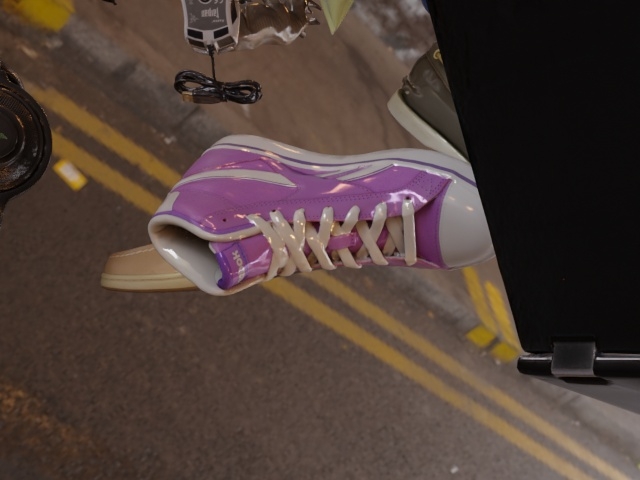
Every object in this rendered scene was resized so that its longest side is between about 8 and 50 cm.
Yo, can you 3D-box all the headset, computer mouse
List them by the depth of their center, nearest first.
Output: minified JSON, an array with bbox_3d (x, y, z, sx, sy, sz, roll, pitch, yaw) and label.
[{"bbox_3d":[-0.345,-0.121,1.071,0.185,0.394,0.243,9,17,-30],"label":"headset"},{"bbox_3d":[-0.125,-0.257,1.170,0.042,0.106,0.193,-52,142,-70],"label":"computer mouse"}]

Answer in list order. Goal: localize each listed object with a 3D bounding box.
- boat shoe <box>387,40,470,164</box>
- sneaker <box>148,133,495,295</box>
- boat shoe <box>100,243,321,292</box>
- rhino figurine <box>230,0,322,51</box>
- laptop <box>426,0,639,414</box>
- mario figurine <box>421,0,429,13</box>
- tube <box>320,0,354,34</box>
[{"bbox_3d":[0.198,-0.085,0.976,0.305,0.091,0.109,43,25,24],"label":"boat shoe"},{"bbox_3d":[0.000,0.001,0.774,0.161,0.282,0.102,-52,141,-51],"label":"sneaker"},{"bbox_3d":[-0.086,-0.008,1.102,0.122,0.341,0.110,5,75,-77],"label":"boat shoe"},{"bbox_3d":[-0.088,-0.357,1.583,0.243,0.073,0.106,-18,78,-41],"label":"rhino figurine"},{"bbox_3d":[0.288,-0.032,0.469,0.408,0.382,0.236,22,73,-31],"label":"laptop"},{"bbox_3d":[0.129,-0.307,1.155,0.170,0.198,0.320,-58,143,-41],"label":"mario figurine"},{"bbox_3d":[0.045,-0.287,0.825,0.062,0.240,0.070,34,48,-1],"label":"tube"}]
